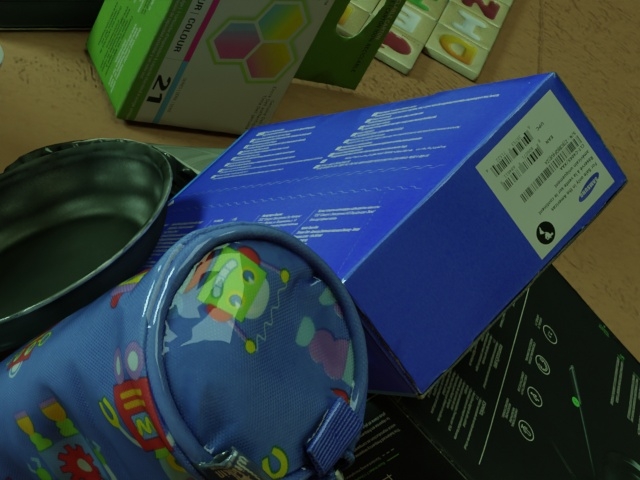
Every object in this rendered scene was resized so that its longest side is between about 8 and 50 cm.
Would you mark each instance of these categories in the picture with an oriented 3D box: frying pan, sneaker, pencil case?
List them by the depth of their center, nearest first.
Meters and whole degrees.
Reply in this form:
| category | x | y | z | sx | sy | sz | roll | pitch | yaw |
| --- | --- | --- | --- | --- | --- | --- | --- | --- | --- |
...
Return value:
| category | x | y | z | sx | sy | sz | roll | pitch | yaw |
| --- | --- | --- | --- | --- | --- | --- | --- | --- | --- |
| pencil case | -0.090 | 0.092 | 0.861 | 0.133 | 0.306 | 0.119 | 52 | 54 | -6 |
| frying pan | -0.187 | 0.042 | 0.994 | 0.326 | 0.197 | 0.053 | -71 | 143 | -53 |
| sneaker | -0.089 | -0.019 | 1.206 | 0.271 | 0.100 | 0.108 | 3 | 8 | -25 |

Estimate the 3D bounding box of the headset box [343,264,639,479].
| category | x | y | z | sx | sy | sz | roll | pitch | yaw |
| --- | --- | --- | --- | --- | --- | --- | --- | --- | --- |
| headset box | 0.109 | 0.145 | 1.022 | 0.283 | 0.131 | 0.246 | 47 | 31 | -13 |

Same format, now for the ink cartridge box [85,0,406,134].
| category | x | y | z | sx | sy | sz | roll | pitch | yaw |
| --- | --- | --- | --- | --- | --- | --- | --- | --- | --- |
| ink cartridge box | -0.024 | -0.177 | 1.359 | 0.255 | 0.189 | 0.097 | 6 | 39 | -32 |

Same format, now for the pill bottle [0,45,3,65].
| category | x | y | z | sx | sy | sz | roll | pitch | yaw |
| --- | --- | --- | --- | --- | --- | --- | --- | --- | --- |
| pill bottle | -0.243 | -0.078 | 1.120 | 0.067 | 0.120 | 0.067 | 20 | 35 | -15 |

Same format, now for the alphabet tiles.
| category | x | y | z | sx | sy | sz | roll | pitch | yaw |
| --- | --- | --- | --- | --- | --- | --- | --- | --- | --- |
| alphabet tiles | 0.049 | -0.272 | 1.706 | 0.285 | 0.011 | 0.342 | 30 | 33 | -1 |

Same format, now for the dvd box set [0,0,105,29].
| category | x | y | z | sx | sy | sz | roll | pitch | yaw |
| --- | --- | --- | --- | --- | --- | --- | --- | --- | --- |
| dvd box set | -0.246 | -0.332 | 1.508 | 0.307 | 0.062 | 0.420 | -7 | 48 | -42 |

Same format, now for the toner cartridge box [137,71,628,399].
| category | x | y | z | sx | sy | sz | roll | pitch | yaw |
| --- | --- | --- | --- | --- | --- | --- | --- | --- | --- |
| toner cartridge box | 0.000 | 0.000 | 0.988 | 0.165 | 0.348 | 0.075 | -42 | 107 | -22 |
